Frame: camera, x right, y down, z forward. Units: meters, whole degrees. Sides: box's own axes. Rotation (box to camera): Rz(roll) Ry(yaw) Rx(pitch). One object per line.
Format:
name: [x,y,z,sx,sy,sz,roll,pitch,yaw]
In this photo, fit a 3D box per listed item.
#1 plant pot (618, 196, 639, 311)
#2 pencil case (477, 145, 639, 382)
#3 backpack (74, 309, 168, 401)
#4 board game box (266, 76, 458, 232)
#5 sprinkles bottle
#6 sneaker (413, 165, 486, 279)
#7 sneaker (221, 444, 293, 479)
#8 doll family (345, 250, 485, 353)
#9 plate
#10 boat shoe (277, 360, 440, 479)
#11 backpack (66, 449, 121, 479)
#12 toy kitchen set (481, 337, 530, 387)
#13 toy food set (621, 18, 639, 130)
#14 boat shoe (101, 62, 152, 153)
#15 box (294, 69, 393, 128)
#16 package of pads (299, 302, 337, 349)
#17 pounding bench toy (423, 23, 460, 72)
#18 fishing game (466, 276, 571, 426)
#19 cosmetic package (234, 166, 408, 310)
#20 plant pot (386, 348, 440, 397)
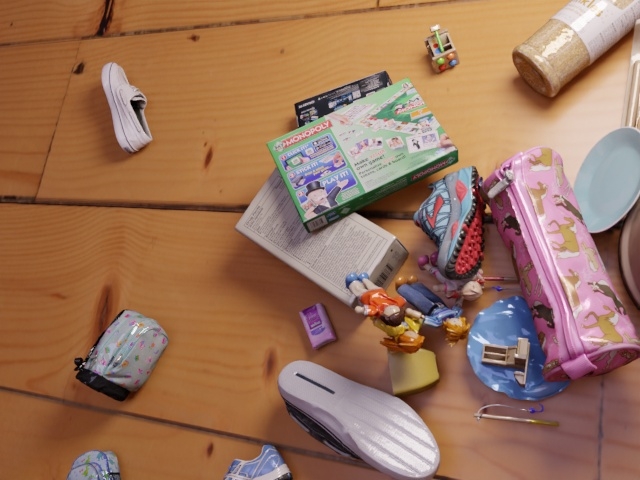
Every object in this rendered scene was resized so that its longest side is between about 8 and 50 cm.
plant pot: [0.593,0.010,0.873,0.323,0.280,0.323,-2,85,25]
pencil case: [0.385,0.039,1.027,0.167,0.160,0.386,-6,63,-14]
backpack: [-0.414,0.243,1.332,0.115,0.152,0.182,24,71,22]
board game box: [0.076,-0.171,1.215,0.317,0.046,0.213,-25,58,0]
sprinkles bottle: [0.532,-0.427,1.164,0.355,0.121,0.121,-41,63,6]
sneaker: [0.232,-0.023,1.147,0.125,0.104,0.262,-11,38,30]
sneaker: [-0.156,0.465,1.184,0.211,0.080,0.081,-28,58,1]
doll family: [0.174,0.123,1.099,0.263,0.118,0.163,-14,34,-25]
plate: [0.495,-0.100,1.059,0.024,0.188,0.188,16,77,-11]
boat shoe: [0.067,0.329,1.115,0.335,0.119,0.121,27,51,35]
backpack: [-0.469,0.495,1.292,0.105,0.084,0.114,-23,63,12]
toy kitchen set: [0.300,0.200,1.023,0.075,0.083,0.068,5,68,20]
toy food set: [0.637,-0.232,1.064,0.220,0.092,0.306,8,80,25]
boat shoe: [-0.480,-0.344,1.580,0.084,0.095,0.258,-21,76,10]
box: [0.060,-0.247,1.338,0.220,0.051,0.175,-17,67,16]
package of pads: [-0.004,0.170,1.238,0.050,0.032,0.083,-27,65,9]
pounding bench toy: [0.249,-0.398,1.292,0.052,0.083,0.065,-22,65,14]
fishing game: [0.351,0.186,1.083,0.189,0.041,0.264,-2,66,14]
cosmetic package: [0.000,0.000,1.247,0.309,0.113,0.160,33,87,28]
plant pot: [0.169,0.234,1.121,0.083,0.081,0.081,-10,69,8]
